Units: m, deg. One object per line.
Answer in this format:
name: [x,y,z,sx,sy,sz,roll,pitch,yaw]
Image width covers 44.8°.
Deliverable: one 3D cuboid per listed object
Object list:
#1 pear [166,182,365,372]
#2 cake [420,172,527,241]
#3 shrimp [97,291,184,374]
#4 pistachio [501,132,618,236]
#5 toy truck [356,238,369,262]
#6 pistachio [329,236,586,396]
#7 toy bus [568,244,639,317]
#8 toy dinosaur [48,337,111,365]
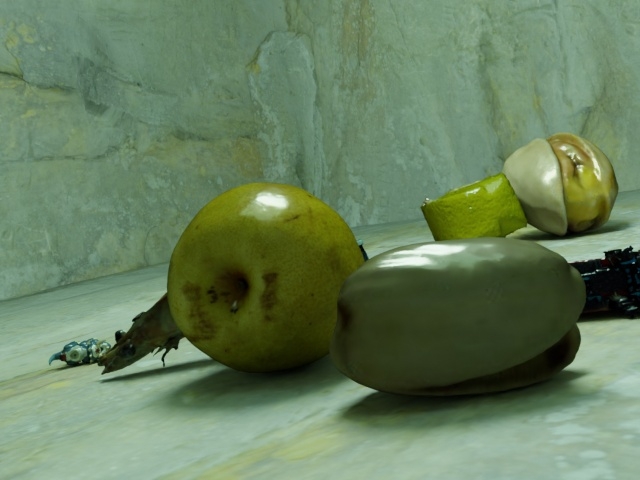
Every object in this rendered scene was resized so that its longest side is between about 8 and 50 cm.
pear: [-0.050,0.040,0.824,0.208,0.209,0.209,-9,3,1]
cake: [0.325,-0.052,1.673,0.179,0.156,0.260,-25,-2,1]
shrimp: [-0.127,0.095,0.966,0.296,0.169,0.058,-36,39,-3]
pistachio: [0.513,-0.117,1.700,0.229,0.230,0.309,-10,20,-8]
toy truck: [0.028,0.055,1.391,0.100,0.077,0.169,-23,2,21]
pistachio: [0.108,0.065,0.631,0.206,0.131,0.130,-5,-37,11]
toy bus: [0.278,0.051,0.847,0.234,0.074,0.096,-8,-5,22]
toy dinosaur: [-0.330,0.154,1.069,0.083,0.031,0.047,-10,1,2]
